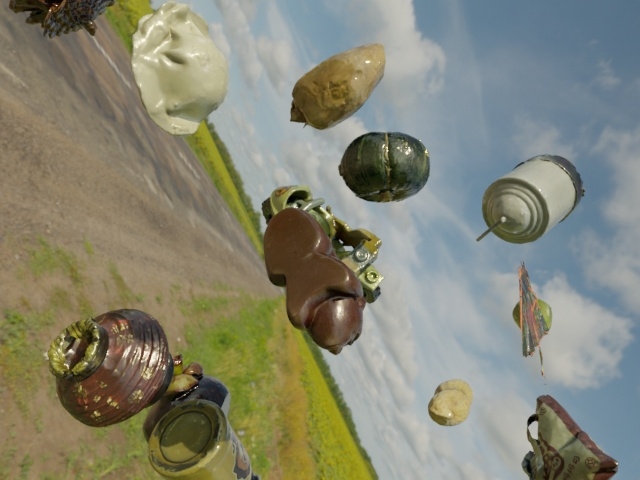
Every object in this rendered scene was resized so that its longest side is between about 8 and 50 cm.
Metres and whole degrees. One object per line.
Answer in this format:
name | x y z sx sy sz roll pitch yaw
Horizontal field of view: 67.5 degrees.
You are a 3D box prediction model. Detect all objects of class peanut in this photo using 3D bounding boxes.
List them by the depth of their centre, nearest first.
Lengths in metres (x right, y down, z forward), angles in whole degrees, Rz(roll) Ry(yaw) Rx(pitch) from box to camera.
peanut | 0.283 0.351 1.036 0.082 0.082 0.187 63 22 10

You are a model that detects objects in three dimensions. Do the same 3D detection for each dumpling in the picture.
dumpling | -0.263 -0.319 0.883 0.193 0.147 0.258 26 68 -59

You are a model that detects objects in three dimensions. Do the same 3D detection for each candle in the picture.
candle | 0.620 -0.116 1.426 0.221 0.343 0.221 27 -49 36

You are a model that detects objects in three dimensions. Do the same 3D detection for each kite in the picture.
kite | 0.321 0.120 0.712 0.241 0.014 0.183 10 71 -58

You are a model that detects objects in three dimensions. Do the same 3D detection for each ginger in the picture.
ginger | 0.042 -0.347 1.092 0.138 0.267 0.152 58 4 -7

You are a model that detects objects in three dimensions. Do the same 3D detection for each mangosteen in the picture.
mangosteen | -0.387 0.481 1.392 0.287 0.233 0.287 10 90 -80

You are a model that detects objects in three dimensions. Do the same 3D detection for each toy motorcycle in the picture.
toy motorcycle | 0.000 0.000 1.243 0.410 0.169 0.237 39 -21 13

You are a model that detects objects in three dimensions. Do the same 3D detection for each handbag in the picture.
handbag | 0.480 0.457 0.952 0.235 0.127 0.212 -103 -160 -78

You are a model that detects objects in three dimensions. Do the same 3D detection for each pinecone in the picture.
pinecone | -0.505 -0.486 0.893 0.212 0.168 0.185 33 30 -1

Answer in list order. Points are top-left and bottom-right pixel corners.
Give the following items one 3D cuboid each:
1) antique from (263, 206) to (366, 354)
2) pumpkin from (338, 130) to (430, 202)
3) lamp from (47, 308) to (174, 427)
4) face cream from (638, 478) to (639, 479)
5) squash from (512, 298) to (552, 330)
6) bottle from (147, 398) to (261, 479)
antique | -0.005 0.070 0.783 0.143 0.121 0.257 55 2 -42
pumpkin | 0.137 -0.153 1.014 0.190 0.190 0.146 132 -23 -83
lamp | -0.423 0.252 0.972 0.247 0.247 0.247 63 -7 14
face cream | 0.531 0.455 0.759 0.073 0.107 0.269 -58 155 -51
squash | 0.567 0.222 1.258 0.105 0.105 0.132 66 20 -12
bottle | -0.244 0.528 1.103 0.171 0.172 0.351 -123 -167 -48
